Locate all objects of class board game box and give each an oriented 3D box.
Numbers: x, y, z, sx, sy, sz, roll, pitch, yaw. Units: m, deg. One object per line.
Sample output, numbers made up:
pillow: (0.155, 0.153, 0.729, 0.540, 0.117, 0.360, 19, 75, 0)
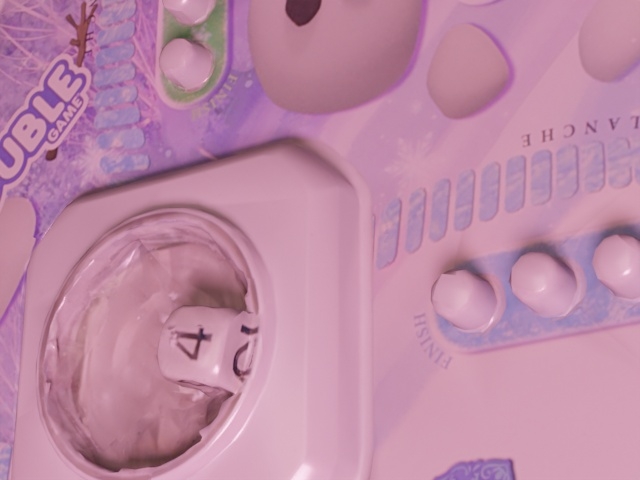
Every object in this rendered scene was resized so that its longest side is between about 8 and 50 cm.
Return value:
board game box: (-0.049, 0.030, 0.472, 0.390, 0.050, 0.390, -53, 52, 6)
